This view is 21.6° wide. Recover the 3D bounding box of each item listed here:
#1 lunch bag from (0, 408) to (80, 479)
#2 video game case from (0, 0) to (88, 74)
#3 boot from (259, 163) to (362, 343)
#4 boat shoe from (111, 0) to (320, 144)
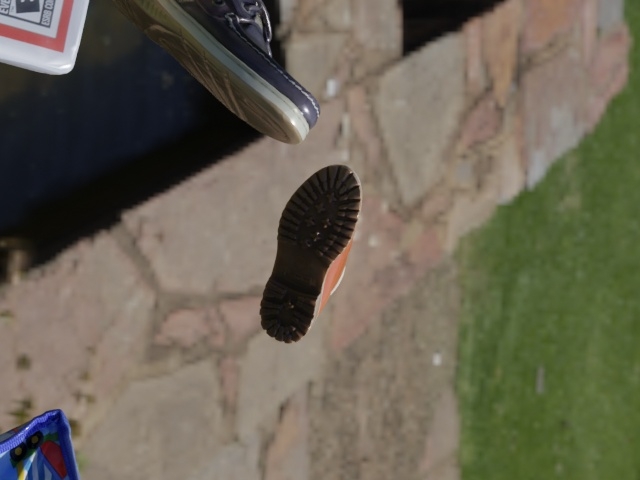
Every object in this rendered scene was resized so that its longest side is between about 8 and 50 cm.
[{"bbox_3d":[-0.176,0.277,1.047,0.138,0.221,0.293,-25,85,-24],"label":"lunch bag"},{"bbox_3d":[-0.188,-0.186,0.567,0.285,0.025,0.204,12,89,-40],"label":"video game case"},{"bbox_3d":[0.000,0.000,1.368,0.084,0.059,0.158,-42,157,-61],"label":"boot"},{"bbox_3d":[-0.090,-0.190,1.430,0.092,0.285,0.103,-42,148,-10],"label":"boat shoe"}]
